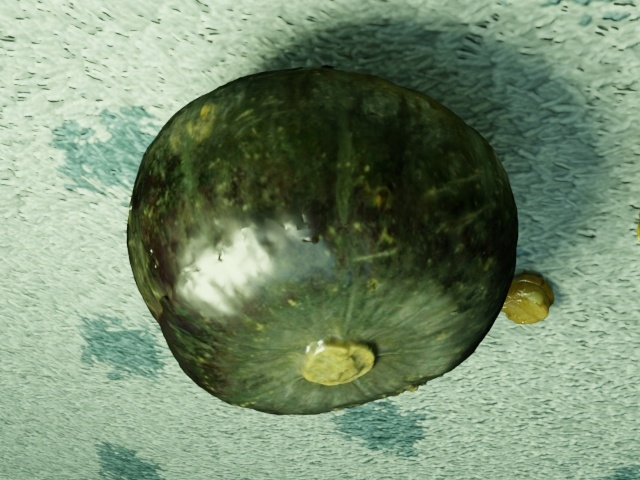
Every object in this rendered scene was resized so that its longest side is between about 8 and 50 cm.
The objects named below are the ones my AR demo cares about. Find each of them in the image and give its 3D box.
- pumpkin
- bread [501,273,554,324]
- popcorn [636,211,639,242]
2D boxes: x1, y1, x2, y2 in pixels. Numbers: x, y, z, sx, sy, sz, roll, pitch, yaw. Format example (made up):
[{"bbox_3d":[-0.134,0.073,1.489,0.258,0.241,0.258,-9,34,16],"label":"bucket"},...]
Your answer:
[{"bbox_3d":[0.000,0.000,0.933,0.455,0.343,0.454,-2,143,-2],"label":"pumpkin"},{"bbox_3d":[0.290,0.084,1.149,0.081,0.046,0.083,18,140,6],"label":"bread"},{"bbox_3d":[0.453,-0.011,0.881,0.184,0.204,0.221,8,164,47],"label":"popcorn"}]
